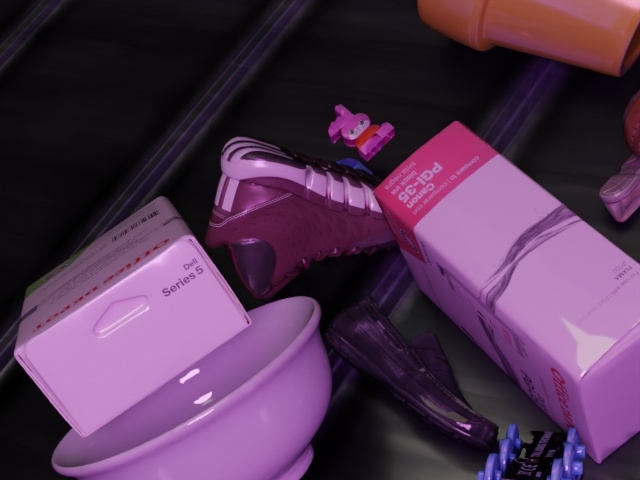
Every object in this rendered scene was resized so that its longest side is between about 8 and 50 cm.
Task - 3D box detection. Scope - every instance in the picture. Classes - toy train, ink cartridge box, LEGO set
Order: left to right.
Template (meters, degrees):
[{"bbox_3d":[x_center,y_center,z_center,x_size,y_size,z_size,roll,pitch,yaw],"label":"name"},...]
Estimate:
[{"bbox_3d":[-0.202,0.067,1.100,0.198,0.114,0.273,-35,16,-5],"label":"ink cartridge box"},{"bbox_3d":[-0.024,-0.063,1.222,0.093,0.087,0.227,41,78,20],"label":"LEGO set"},{"bbox_3d":[0.199,0.048,0.999,0.117,0.207,0.283,-39,54,-7],"label":"ink cartridge box"},{"bbox_3d":[0.186,0.224,0.906,0.080,0.184,0.105,1,96,20],"label":"toy train"}]

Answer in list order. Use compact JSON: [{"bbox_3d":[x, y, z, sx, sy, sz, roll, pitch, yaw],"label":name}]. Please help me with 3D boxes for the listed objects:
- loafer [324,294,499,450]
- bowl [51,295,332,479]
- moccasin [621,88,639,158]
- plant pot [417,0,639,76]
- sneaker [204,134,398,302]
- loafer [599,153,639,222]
[{"bbox_3d":[0.097,0.129,1.063,0.223,0.076,0.078,36,83,37],"label":"loafer"},{"bbox_3d":[-0.099,0.186,1.024,0.298,0.134,0.298,-29,10,6],"label":"bowl"},{"bbox_3d":[0.497,-0.149,1.049,0.380,0.139,0.146,-12,58,6],"label":"moccasin"},{"bbox_3d":[0.275,-0.312,1.199,0.239,0.254,0.254,31,72,17],"label":"plant pot"},{"bbox_3d":[0.000,0.000,1.132,0.162,0.281,0.106,-67,25,12],"label":"sneaker"},{"bbox_3d":[0.347,-0.067,1.132,0.125,0.039,0.045,-39,25,-25],"label":"loafer"}]
